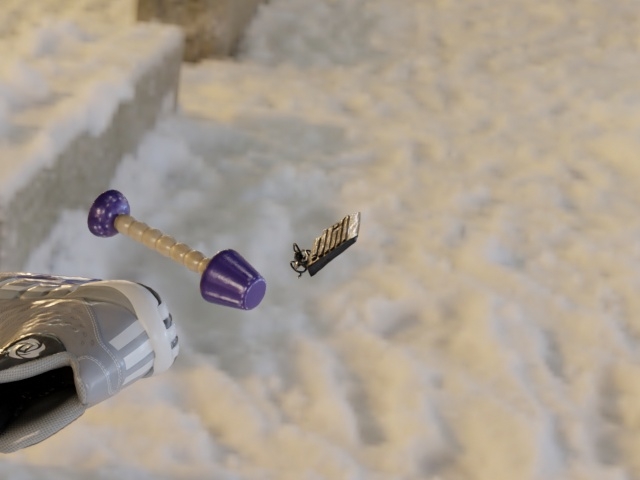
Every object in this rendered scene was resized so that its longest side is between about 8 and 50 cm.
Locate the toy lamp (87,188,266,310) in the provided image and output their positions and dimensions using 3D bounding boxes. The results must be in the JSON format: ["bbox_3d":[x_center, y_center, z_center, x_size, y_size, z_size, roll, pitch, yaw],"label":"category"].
[{"bbox_3d":[-0.189,0.016,2.183,0.275,0.080,0.080,28,24,31],"label":"toy lamp"}]

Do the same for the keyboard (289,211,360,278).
[{"bbox_3d":[0.000,0.000,1.923,0.038,0.100,0.192,50,7,-5],"label":"keyboard"}]

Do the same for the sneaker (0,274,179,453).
[{"bbox_3d":[-0.211,0.080,1.014,0.229,0.086,0.132,-9,19,34],"label":"sneaker"}]

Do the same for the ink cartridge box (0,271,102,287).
[{"bbox_3d":[-0.429,0.109,2.009,0.186,0.065,0.311,1,18,33],"label":"ink cartridge box"}]
